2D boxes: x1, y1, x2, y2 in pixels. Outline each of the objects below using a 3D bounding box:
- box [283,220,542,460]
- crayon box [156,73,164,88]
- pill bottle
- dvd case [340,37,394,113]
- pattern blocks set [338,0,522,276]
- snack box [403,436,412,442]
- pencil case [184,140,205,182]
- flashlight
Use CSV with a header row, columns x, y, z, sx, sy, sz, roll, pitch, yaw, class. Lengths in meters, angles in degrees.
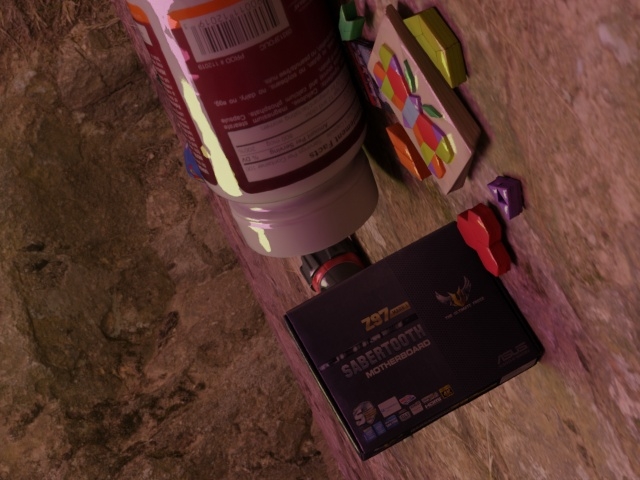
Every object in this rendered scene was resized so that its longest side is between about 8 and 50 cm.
x,y,z,sx,sy,sz,roll,pitch,yaw,class
0.101,0.110,1.384,0.183,0.233,0.059,60,173,19,box
-0.082,-0.156,1.712,0.278,0.165,0.081,58,176,-35,crayon box
-0.071,-0.188,1.514,0.224,0.224,0.392,48,163,57,pill bottle
0.061,-0.191,1.429,0.087,0.013,0.119,66,171,-20,dvd case
0.104,-0.137,1.266,0.325,0.026,0.285,56,166,26,pattern blocks set
0.131,0.316,2.462,0.178,0.022,0.064,64,172,-11,snack box
-0.113,-0.126,2.064,0.306,0.133,0.119,27,157,53,pencil case
0.077,0.126,1.982,0.304,0.103,0.103,56,152,33,flashlight
